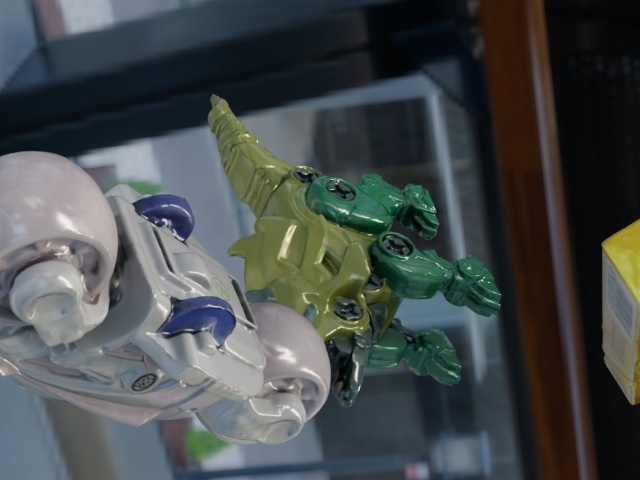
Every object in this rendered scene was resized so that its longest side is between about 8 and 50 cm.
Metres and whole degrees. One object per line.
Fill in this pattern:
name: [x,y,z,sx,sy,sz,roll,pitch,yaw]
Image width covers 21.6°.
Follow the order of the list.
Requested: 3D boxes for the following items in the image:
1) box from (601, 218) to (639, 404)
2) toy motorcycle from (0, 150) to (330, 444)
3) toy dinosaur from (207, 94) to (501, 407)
box: [0.212,0.010,0.837,0.043,0.152,0.269,61,1,17]
toy motorcycle: [-0.086,0.039,0.755,0.254,0.112,0.112,38,45,-53]
toy dinosaur: [0.000,0.000,0.974,0.094,0.153,0.259,-63,-148,34]
